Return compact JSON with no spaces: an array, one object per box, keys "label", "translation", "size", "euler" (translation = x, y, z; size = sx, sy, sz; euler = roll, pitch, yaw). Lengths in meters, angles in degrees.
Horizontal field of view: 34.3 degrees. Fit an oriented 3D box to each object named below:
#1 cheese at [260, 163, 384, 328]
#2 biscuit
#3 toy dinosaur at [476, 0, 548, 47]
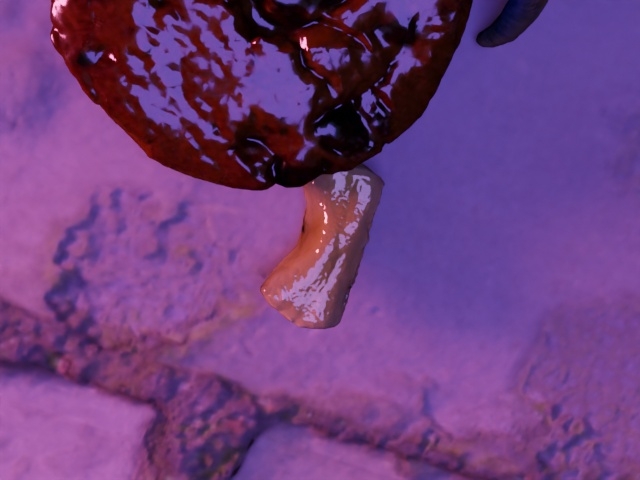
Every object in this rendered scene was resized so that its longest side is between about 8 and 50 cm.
[{"label":"cheese","translation":[0.000,0.000,0.495],"size":[0.044,0.030,0.083],"euler":[16,94,-14]},{"label":"biscuit","translation":[-0.025,-0.117,0.447],"size":[0.192,0.049,0.192],"euler":[-1,99,-4]},{"label":"toy dinosaur","translation":[0.078,-0.219,0.435],"size":[0.188,0.075,0.247],"euler":[28,108,-3]}]
